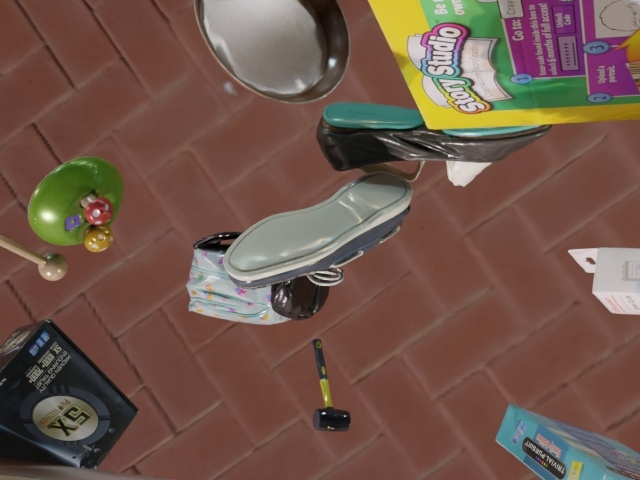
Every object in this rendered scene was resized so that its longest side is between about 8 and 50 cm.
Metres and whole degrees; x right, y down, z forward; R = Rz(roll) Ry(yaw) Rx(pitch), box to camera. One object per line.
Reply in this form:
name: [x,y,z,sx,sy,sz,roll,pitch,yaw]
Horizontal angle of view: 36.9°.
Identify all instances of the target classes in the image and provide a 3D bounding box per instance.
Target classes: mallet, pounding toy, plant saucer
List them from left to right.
pounding toy: [-0.424,-0.025,1.682,0.237,0.183,0.110,-46,58,-2]
plant saucer: [-0.048,-0.202,0.904,0.168,0.029,0.168,12,67,-29]
mallet: [-0.001,0.252,1.679,0.062,0.039,0.189,1,47,-25]

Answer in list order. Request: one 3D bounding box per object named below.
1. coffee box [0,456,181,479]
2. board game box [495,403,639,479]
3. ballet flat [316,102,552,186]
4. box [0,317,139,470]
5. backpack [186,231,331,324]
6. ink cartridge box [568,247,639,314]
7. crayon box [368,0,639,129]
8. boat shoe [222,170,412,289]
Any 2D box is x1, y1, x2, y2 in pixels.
coffee box: [-0.164,0.136,0.306,0.297,0.168,0.119,-10,80,50]
board game box: [0.489,0.403,1.647,0.254,0.336,0.079,20,93,-17]
ballet flat: [0.136,-0.120,1.164,0.280,0.095,0.096,2,127,9]
box: [-0.301,0.196,0.982,0.077,0.180,0.147,-18,118,45]
backpack: [-0.094,0.054,1.290,0.182,0.152,0.115,7,82,24]
ink cartridge box: [0.439,0.057,1.282,0.198,0.115,0.067,2,72,31]
crayon box: [0.193,-0.200,0.660,0.313,0.363,0.106,0,72,17]
boat shoe: [0.000,0.000,1.118,0.254,0.079,0.095,-31,53,-30]
